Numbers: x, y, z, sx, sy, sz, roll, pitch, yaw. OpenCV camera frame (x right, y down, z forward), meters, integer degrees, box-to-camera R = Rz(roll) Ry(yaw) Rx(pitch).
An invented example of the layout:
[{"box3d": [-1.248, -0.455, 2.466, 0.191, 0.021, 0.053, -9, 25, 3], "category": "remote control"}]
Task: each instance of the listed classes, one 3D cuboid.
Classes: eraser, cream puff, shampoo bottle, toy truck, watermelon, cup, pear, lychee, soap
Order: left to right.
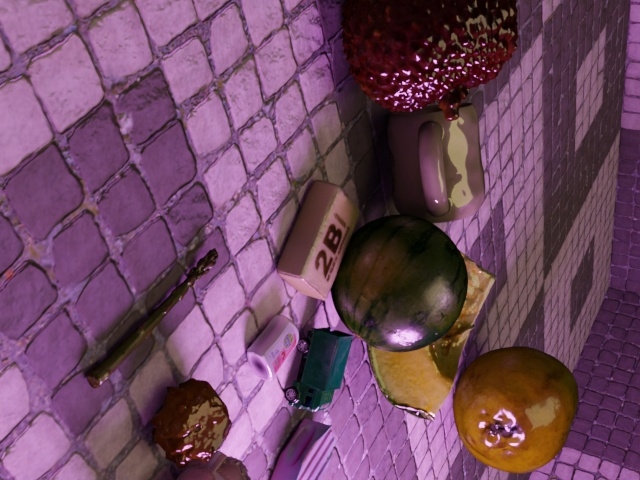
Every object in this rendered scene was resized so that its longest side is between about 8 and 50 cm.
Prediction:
[{"box3d": [-0.177, 0.246, 1.033, 0.122, 0.094, 0.116, 8, 92, -37], "category": "cream puff"}, {"box3d": [-0.072, 0.167, 1.214, 0.099, 0.043, 0.072, -51, 142, -36], "category": "shampoo bottle"}, {"box3d": [-0.031, 0.401, 1.372, 0.149, 0.056, 0.100, -54, 146, -32], "category": "soap"}, {"box3d": [-0.005, 0.225, 1.320, 0.065, 0.079, 0.147, 10, 96, -60], "category": "toy truck"}, {"box3d": [0.000, 0.000, 1.249, 0.117, 0.058, 0.172, 46, 63, -57], "category": "eraser"}, {"box3d": [0.138, 0.075, 1.332, 0.242, 0.242, 0.242, -32, 129, -50], "category": "watermelon"}, {"box3d": [0.165, -0.333, 1.180, 0.276, 0.276, 0.304, -18, 93, -56], "category": "lychee"}, {"box3d": [0.224, -0.136, 1.370, 0.173, 0.255, 0.202, -11, 103, -12], "category": "cup"}, {"box3d": [0.533, 0.458, 2.087, 0.413, 0.352, 0.352, 2, 101, -53], "category": "pear"}]

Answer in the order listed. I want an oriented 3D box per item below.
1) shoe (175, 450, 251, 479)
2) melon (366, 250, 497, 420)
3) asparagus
[{"box3d": [-0.145, 0.471, 1.098, 0.198, 0.172, 0.351, -50, 143, -42], "category": "shoe"}, {"box3d": [0.212, 0.170, 1.538, 0.343, 0.226, 0.331, -60, 146, -4], "category": "melon"}, {"box3d": [-0.208, 0.094, 0.973, 0.248, 0.025, 0.024, -50, 127, -36], "category": "asparagus"}]
